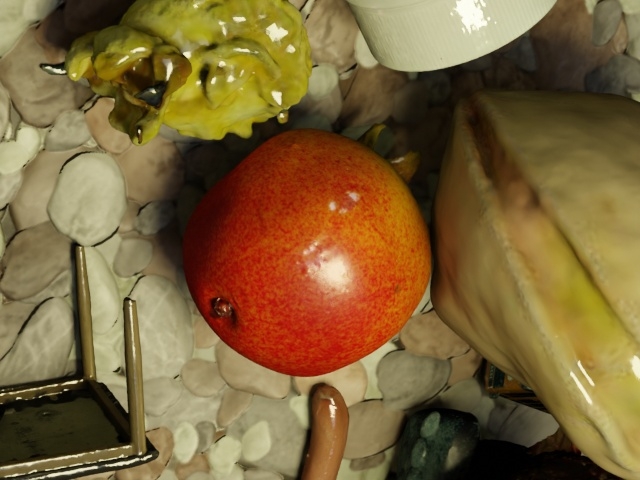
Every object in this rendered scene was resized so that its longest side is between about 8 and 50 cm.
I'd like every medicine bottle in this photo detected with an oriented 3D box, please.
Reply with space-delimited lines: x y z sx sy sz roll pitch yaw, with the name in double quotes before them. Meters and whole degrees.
"medicine bottle" 0.065 -0.316 1.620 0.190 0.190 0.332 -35 123 -8

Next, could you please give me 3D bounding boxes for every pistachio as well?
"pistachio" 0.239 0.029 1.711 0.281 0.445 0.365 -35 118 11

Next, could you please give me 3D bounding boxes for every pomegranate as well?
"pomegranate" 0.000 0.000 1.719 0.257 0.221 0.221 -50 128 -30

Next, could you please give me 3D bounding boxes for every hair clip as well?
"hair clip" 0.110 0.330 1.916 0.194 0.206 0.310 30 96 -34

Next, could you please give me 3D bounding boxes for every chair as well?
"chair" -0.245 0.162 1.689 0.166 0.188 0.272 -9 112 -21

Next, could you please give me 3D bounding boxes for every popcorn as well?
"popcorn" -0.111 -0.152 1.642 0.195 0.173 0.168 -36 145 -18

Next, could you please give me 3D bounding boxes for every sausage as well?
"sausage" -0.004 0.230 1.918 0.043 0.043 0.186 3 111 -27

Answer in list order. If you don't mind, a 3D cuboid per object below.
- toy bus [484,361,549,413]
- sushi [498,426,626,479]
"toy bus" 0.255 0.134 1.962 0.182 0.103 0.091 21 73 -32
"sushi" 0.232 0.337 1.779 0.182 0.196 0.343 -29 118 -48
